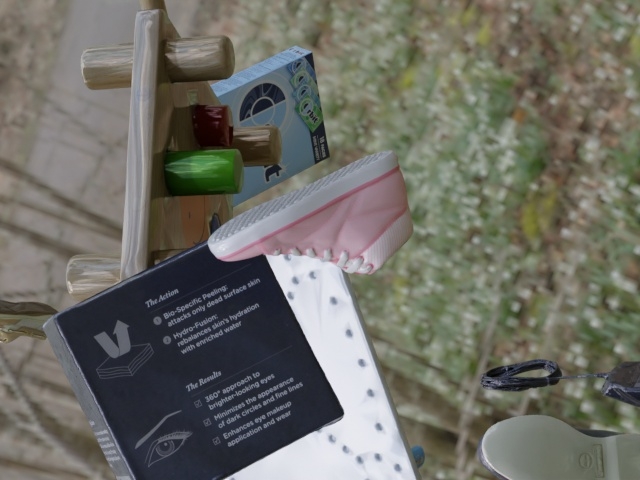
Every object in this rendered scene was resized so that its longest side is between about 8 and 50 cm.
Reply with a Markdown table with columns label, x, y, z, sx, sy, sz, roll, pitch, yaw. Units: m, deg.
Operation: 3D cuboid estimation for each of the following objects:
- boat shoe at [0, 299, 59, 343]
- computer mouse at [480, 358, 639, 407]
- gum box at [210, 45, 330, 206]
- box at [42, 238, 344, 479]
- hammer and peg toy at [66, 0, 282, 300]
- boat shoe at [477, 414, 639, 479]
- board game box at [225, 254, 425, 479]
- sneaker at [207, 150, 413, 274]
| label | x | y | z | sx | sy | sz | roll | pitch | yaw |
| --- | --- | --- | --- | --- | --- | --- | --- | --- | --- |
| boat shoe | -0.359 | 0.095 | 1.928 | 0.050 | 0.135 | 0.045 | 28 | 104 | 41 |
| computer mouse | 0.282 | 0.153 | 1.728 | 0.242 | 0.071 | 0.041 | 0 | 111 | 27 |
| gum box | -0.080 | -0.144 | 2.159 | 0.041 | 0.184 | 0.157 | 27 | 137 | 47 |
| box | -0.093 | 0.093 | 1.200 | 0.158 | 0.156 | 0.093 | 64 | 163 | 1 |
| hammer and peg toy | -0.111 | -0.077 | 1.434 | 0.127 | 0.266 | 0.361 | -3 | 69 | 11 |
| boat shoe | 0.158 | 0.139 | 1.079 | 0.043 | 0.137 | 0.049 | 158 | 115 | -64 |
| board game box | -0.059 | 0.176 | 2.119 | 0.390 | 0.050 | 0.390 | -17 | 95 | 43 |
| sneaker | 0.000 | 0.000 | 1.050 | 0.051 | 0.134 | 0.070 | 13 | 126 | 67 |
